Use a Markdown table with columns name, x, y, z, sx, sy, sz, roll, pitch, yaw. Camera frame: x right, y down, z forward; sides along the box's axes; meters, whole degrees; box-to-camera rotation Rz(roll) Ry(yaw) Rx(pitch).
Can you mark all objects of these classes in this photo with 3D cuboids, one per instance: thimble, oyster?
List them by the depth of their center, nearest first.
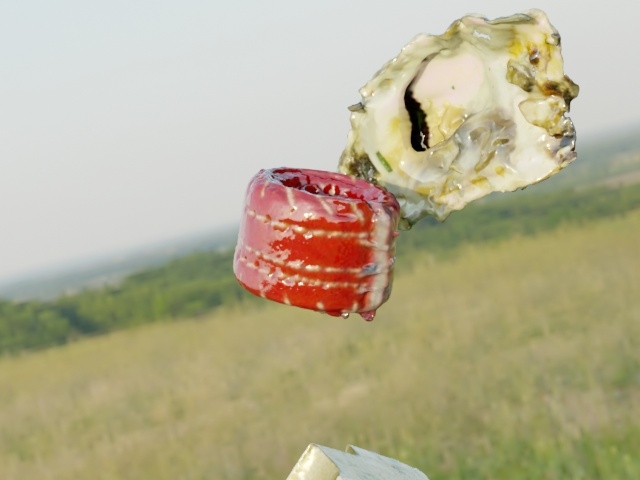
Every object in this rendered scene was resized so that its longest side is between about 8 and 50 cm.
| name | x | y | z | sx | sy | sz | roll | pitch | yaw |
| --- | --- | --- | --- | --- | --- | --- | --- | --- | --- |
| thimble | -0.005 | -0.002 | 1.776 | 0.163 | 0.125 | 0.189 | 5 | 12 | -19 |
| oyster | 0.146 | -0.134 | 1.887 | 0.355 | 0.201 | 0.107 | -23 | 2 | 35 |

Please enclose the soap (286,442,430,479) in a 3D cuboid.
| name | x | y | z | sx | sy | sz | roll | pitch | yaw |
| --- | --- | --- | --- | --- | --- | --- | --- | --- | --- |
| soap | 0.005 | 0.369 | 1.838 | 0.143 | 0.281 | 0.259 | 41 | 9 | 37 |
